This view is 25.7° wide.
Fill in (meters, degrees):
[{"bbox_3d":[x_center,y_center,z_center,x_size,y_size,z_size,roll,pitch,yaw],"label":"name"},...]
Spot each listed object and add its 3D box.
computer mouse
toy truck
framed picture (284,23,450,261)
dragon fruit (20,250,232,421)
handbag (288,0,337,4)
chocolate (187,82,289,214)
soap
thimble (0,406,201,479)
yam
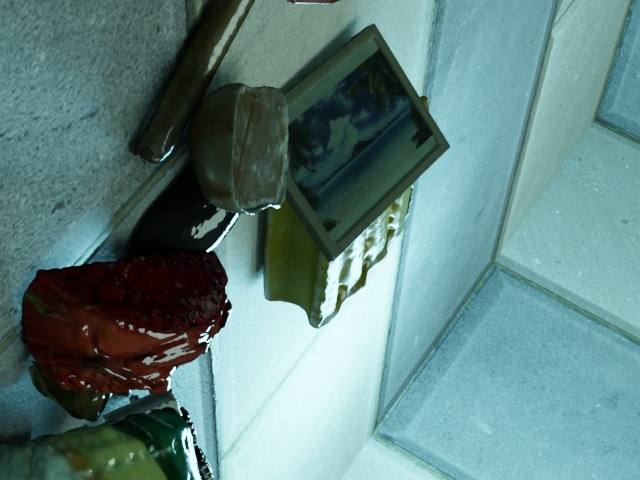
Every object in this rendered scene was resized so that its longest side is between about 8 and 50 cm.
[{"bbox_3d":[-0.149,-0.045,1.861,0.264,0.088,0.147,-59,166,-16],"label":"computer mouse"},{"bbox_3d":[-0.249,0.303,2.083,0.136,0.111,0.286,-24,145,-12],"label":"toy truck"},{"bbox_3d":[0.044,-0.149,2.047,0.024,0.232,0.315,-16,-158,51],"label":"framed picture"},{"bbox_3d":[-0.229,0.140,1.719,0.317,0.152,0.205,-10,138,-53],"label":"dragon fruit"},{"bbox_3d":[-0.011,-0.355,1.597,0.298,0.171,0.151,-14,130,-66],"label":"handbag"},{"bbox_3d":[-0.106,-0.113,1.726,0.254,0.080,0.157,-17,109,-77],"label":"chocolate"},{"bbox_3d":[0.039,-0.063,2.252,0.293,0.156,0.335,-54,162,-32],"label":"soap"},{"bbox_3d":[-0.281,0.310,1.733,0.288,0.254,0.167,4,72,-77],"label":"thimble"},{"bbox_3d":[-0.144,-0.206,1.660,0.264,0.046,0.046,-61,164,2],"label":"yam"}]
